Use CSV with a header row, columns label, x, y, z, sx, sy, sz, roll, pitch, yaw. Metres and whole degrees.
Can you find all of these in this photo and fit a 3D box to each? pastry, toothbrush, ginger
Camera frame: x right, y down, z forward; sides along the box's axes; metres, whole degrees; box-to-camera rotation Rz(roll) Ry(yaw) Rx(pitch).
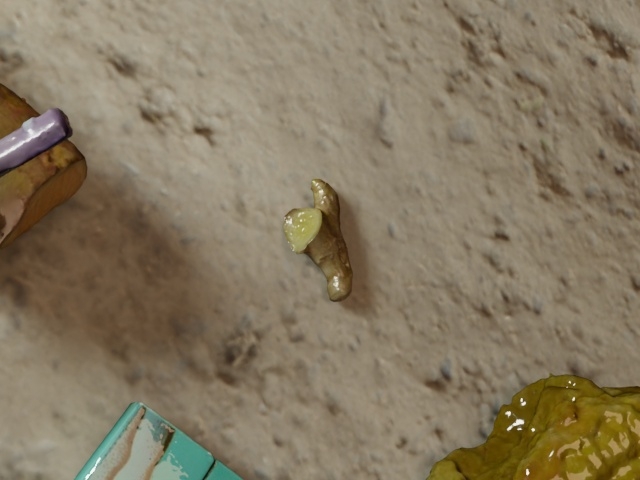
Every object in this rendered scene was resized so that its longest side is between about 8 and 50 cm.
label,x,y,z,sx,sy,sz,roll,pitch,yaw
pastry,0.225,0.219,0.719,0.240,0.132,0.235,-35,96,-26
toothbrush,-0.290,0.021,0.503,0.354,0.024,0.029,-30,121,1
ginger,-0.001,-0.001,0.717,0.048,0.030,0.097,-6,81,-26

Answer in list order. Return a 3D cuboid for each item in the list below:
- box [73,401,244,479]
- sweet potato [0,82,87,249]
label,x,y,z,sx,sy,sz,roll,pitch,yaw
box,-0.082,0.239,0.628,0.229,0.041,0.162,41,67,-12
sweet potato,-0.303,-0.107,0.555,0.337,0.131,0.131,40,67,-12
